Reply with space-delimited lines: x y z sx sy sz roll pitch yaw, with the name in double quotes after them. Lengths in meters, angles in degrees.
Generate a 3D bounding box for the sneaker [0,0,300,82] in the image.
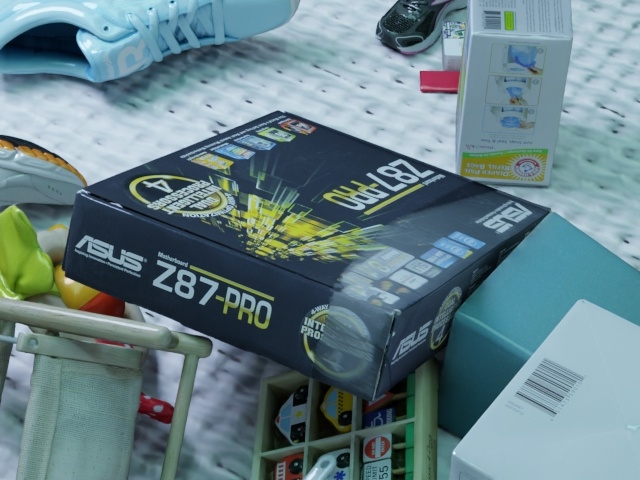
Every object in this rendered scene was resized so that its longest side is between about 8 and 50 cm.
-0.203 -0.231 1.965 0.366 0.135 0.150 -4 53 7 "sneaker"

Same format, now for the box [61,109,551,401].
0.000 0.000 1.647 0.318 0.097 0.395 23 23 20 "box"

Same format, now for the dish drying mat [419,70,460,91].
0.153 -0.178 1.991 0.083 0.008 0.032 2 47 -1 "dish drying mat"

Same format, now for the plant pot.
0.251 0.127 1.597 0.234 0.165 0.165 31 53 21 "plant pot"

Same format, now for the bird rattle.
-0.221 0.069 1.640 0.253 0.143 0.207 40 22 -3 "bird rattle"

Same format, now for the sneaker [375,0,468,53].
0.124 -0.290 2.051 0.072 0.077 0.178 24 51 22 "sneaker"

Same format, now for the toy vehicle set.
0.019 0.214 1.543 0.166 0.035 0.267 -16 43 19 "toy vehicle set"

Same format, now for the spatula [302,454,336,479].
-0.027 0.288 1.454 0.168 0.019 0.242 24 69 44 "spatula"

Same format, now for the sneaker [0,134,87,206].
-0.373 -0.054 1.815 0.262 0.121 0.099 11 9 -17 "sneaker"

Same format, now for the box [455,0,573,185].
0.199 -0.168 1.847 0.103 0.203 0.114 4 44 1 "box"

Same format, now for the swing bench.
-0.249 0.177 1.460 0.255 0.165 0.253 10 84 11 "swing bench"

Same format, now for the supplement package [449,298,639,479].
0.229 0.232 1.419 0.198 0.262 0.199 28 52 24 "supplement package"

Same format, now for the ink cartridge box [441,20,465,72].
0.196 -0.220 2.018 0.115 0.029 0.063 1 46 0 "ink cartridge box"
